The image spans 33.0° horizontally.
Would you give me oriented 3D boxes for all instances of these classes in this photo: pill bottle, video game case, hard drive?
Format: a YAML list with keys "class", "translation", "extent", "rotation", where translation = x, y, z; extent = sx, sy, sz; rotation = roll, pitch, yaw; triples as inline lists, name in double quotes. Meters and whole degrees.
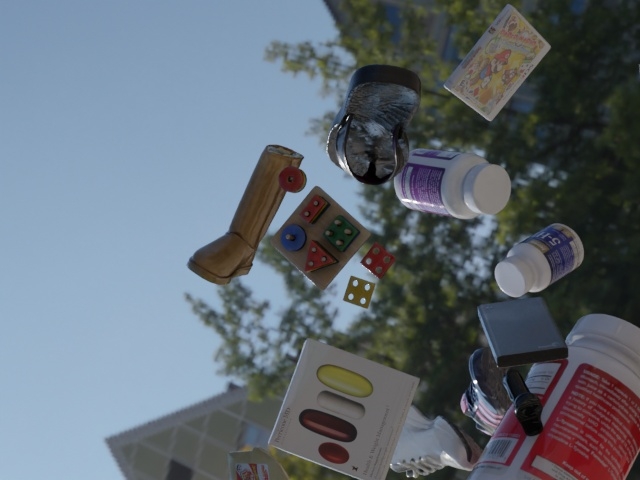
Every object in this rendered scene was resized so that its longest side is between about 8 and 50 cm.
- class: "pill bottle"
  translation: [0.338, -0.143, 2.756]
  extent: [0.169, 0.301, 0.169]
  rotation: [-6, -78, -32]
- class: "pill bottle"
  translation: [0.464, 0.046, 2.312]
  extent: [0.186, 0.112, 0.112]
  rotation: [-27, -47, -35]
- class: "pill bottle"
  translation: [0.434, 0.333, 1.870]
  extent: [0.408, 0.229, 0.229]
  rotation: [-53, -30, -26]
- class: "video game case"
  translation: [0.372, -0.365, 2.254]
  extent: [0.206, 0.026, 0.227]
  rotation: [-52, -31, 11]
- class: "hard drive"
  translation: [0.272, 0.123, 1.463]
  extent: [0.135, 0.094, 0.022]
  rotation: [-98, 0, -63]

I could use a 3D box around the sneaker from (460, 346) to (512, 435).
- class: "sneaker"
  translation: [0.339, 0.327, 2.238]
  extent: [0.319, 0.131, 0.112]
  rotation: [56, -143, -45]

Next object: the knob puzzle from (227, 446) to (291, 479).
- class: "knob puzzle"
  translation: [-0.122, 0.555, 2.413]
  extent: [0.030, 0.213, 0.213]
  rotation: [-3, -69, -48]

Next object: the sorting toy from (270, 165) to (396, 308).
- class: "sorting toy"
  translation: [0.000, 0.000, 1.864]
  extent: [0.132, 0.274, 0.046]
  rotation: [-50, -17, 9]

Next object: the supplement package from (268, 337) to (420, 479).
- class: "supplement package"
  translation: [0.037, 0.293, 1.853]
  extent: [0.149, 0.203, 0.194]
  rotation: [107, -177, -81]

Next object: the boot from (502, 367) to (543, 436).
- class: "boot"
  translation: [0.325, 0.251, 1.750]
  extent: [0.121, 0.045, 0.099]
  rotation: [66, -175, -49]

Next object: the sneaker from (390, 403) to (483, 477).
- class: "sneaker"
  translation: [0.203, 0.397, 2.044]
  extent: [0.111, 0.297, 0.129]
  rotation: [44, -106, -19]

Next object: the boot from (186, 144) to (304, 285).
- class: "boot"
  translation: [-0.147, -0.057, 2.117]
  extent: [0.269, 0.089, 0.236]
  rotation: [-63, -10, 14]

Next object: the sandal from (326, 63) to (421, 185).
- class: "sandal"
  translation: [0.094, -0.189, 2.069]
  extent: [0.446, 0.167, 0.107]
  rotation: [92, -176, -71]
